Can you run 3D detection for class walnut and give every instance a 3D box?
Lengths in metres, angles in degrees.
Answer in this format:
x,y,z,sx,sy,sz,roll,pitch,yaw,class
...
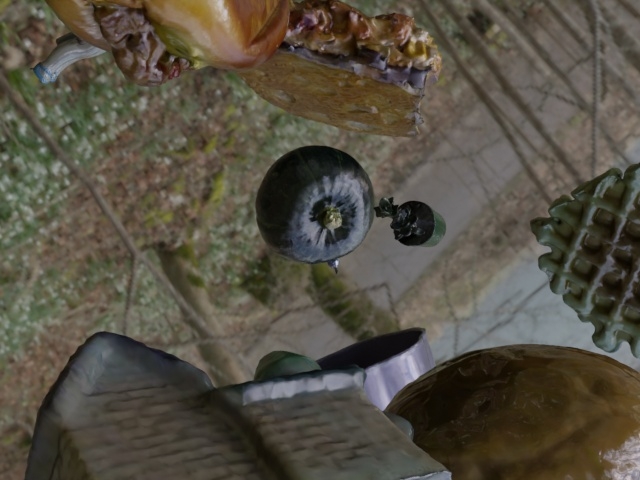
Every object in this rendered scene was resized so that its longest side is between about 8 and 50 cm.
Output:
x,y,z,sx,sy,sz,roll,pitch,yaw,class
0.201,0.248,0.984,0.332,0.333,0.333,-27,152,-16,walnut

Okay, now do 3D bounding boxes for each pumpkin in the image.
x,y,z,sx,sy,sz,roll,pitch,yaw,class
-0.008,-0.047,1.418,0.167,0.125,0.167,1,121,2,pumpkin

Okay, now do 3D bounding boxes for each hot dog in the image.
x,y,z,sx,sy,sz,roll,pitch,yaw,class
-0.139,-0.291,1.104,0.185,0.405,0.223,-1,120,16,hot dog

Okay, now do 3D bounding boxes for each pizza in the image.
x,y,z,sx,sy,sz,roll,pitch,yaw,class
0.026,-0.236,1.407,0.408,0.114,0.277,18,160,-40,pizza

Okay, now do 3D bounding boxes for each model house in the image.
x,y,z,sx,sy,sz,roll,pitch,yaw,class
-0.087,0.202,0.845,0.298,0.284,0.243,-3,127,-35,model house

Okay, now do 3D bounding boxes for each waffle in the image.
x,y,z,sx,sy,sz,roll,pitch,yaw,class
0.450,0.031,1.427,0.309,0.292,0.056,-25,-165,42,waffle

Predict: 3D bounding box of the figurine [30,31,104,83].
x,y,z,sx,sy,sz,roll,pitch,yaw,class
-0.305,-0.315,1.466,0.260,0.103,0.205,-34,175,9,figurine

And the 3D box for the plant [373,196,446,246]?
x,y,z,sx,sy,sz,roll,pitch,yaw,class
0.092,-0.019,1.080,0.051,0.051,0.102,-45,152,18,plant

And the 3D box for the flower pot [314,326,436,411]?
x,y,z,sx,sy,sz,roll,pitch,yaw,class
0.106,0.305,1.801,0.265,0.243,0.265,-24,-176,2,flower pot

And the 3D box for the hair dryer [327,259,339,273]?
x,y,z,sx,sy,sz,roll,pitch,yaw,class
0.000,0.000,1.500,0.063,0.114,0.037,-5,151,-38,hair dryer
